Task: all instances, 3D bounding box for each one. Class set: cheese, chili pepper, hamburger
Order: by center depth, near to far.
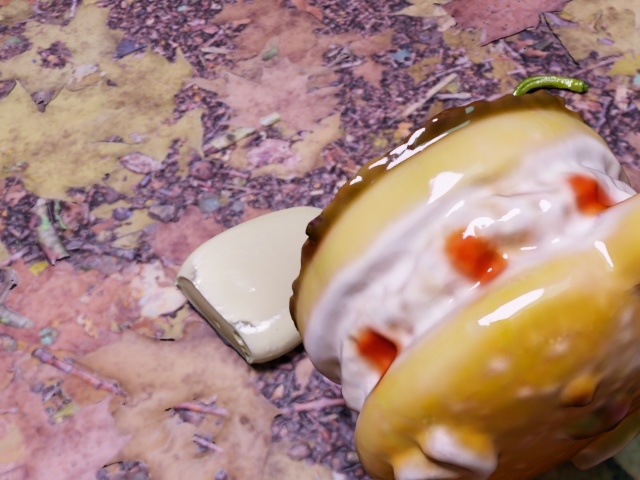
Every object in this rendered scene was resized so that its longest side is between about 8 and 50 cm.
[{"bbox_3d":[0.140,0.047,0.560,0.302,0.261,0.186,-49,51,21],"label":"hamburger"},{"bbox_3d":[0.000,0.000,0.758,0.251,0.054,0.127,-38,62,-21],"label":"cheese"},{"bbox_3d":[0.234,-0.159,0.875,0.083,0.017,0.030,-4,55,2],"label":"chili pepper"}]
